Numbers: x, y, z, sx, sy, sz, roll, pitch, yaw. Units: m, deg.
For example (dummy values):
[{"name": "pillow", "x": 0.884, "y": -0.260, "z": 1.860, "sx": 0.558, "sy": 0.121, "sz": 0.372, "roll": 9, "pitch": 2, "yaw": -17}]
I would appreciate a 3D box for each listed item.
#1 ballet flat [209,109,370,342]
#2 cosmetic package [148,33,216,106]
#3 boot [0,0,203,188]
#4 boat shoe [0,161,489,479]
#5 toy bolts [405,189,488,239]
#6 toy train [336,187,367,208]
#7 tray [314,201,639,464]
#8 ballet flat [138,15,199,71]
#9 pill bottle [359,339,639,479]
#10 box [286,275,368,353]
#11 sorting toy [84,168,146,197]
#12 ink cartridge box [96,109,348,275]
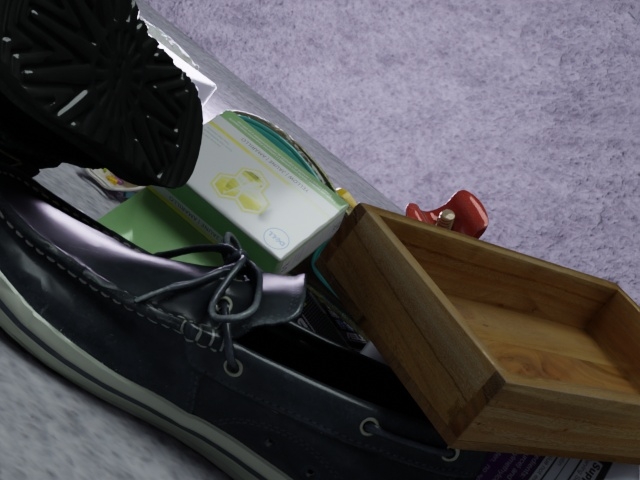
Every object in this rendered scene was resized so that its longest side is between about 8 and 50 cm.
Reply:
[{"name": "ballet flat", "x": 0.000, "y": 0.000, "z": 1.264, "sx": 0.348, "sy": 0.123, "sz": 0.123, "roll": 43, "pitch": 11, "yaw": 13}, {"name": "cosmetic package", "x": -0.294, "y": -0.235, "z": 1.586, "sx": 0.224, "sy": 0.138, "sz": 0.224, "roll": 37, "pitch": 8, "yaw": 9}, {"name": "boot", "x": -0.268, "y": -0.136, "z": 0.893, "sx": 0.260, "sy": 0.131, "sz": 0.348, "roll": 8, "pitch": -21, "yaw": 19}, {"name": "boat shoe", "x": -0.078, "y": 0.075, "z": 0.914, "sx": 0.500, "sy": 0.156, "sz": 0.187, "roll": 35, "pitch": 12, "yaw": -4}, {"name": "toy bolts", "x": 0.144, "y": 0.076, "z": 1.410, "sx": 0.218, "sy": 0.158, "sz": 0.228, "roll": -10, "pitch": 54, "yaw": -17}, {"name": "toy train", "x": 0.005, "y": -0.018, "z": 1.366, "sx": 0.166, "sy": 0.046, "sz": 0.125, "roll": 40, "pitch": -32, "yaw": 20}, {"name": "tray", "x": 0.196, "y": 0.096, "z": 0.995, "sx": 0.411, "sy": 0.076, "sz": 0.203, "roll": 14, "pitch": 30, "yaw": -45}, {"name": "ballet flat", "x": -0.386, "y": -0.317, "z": 1.775, "sx": 0.409, "sy": 0.147, "sz": 0.147, "roll": 33, "pitch": 11, "yaw": -7}, {"name": "pill bottle", "x": 0.164, "y": 0.203, "z": 1.077, "sx": 0.323, "sy": 0.181, "sz": 0.181, "roll": 38, "pitch": 10, "yaw": 5}, {"name": "box", "x": 0.031, "y": 0.082, "z": 1.391, "sx": 0.270, "sy": 0.060, "sz": 0.216, "roll": 16, "pitch": 31, "yaw": -55}, {"name": "sorting toy", "x": -0.242, "y": -0.077, "z": 1.354, "sx": 0.083, "sy": 0.045, "sz": 0.075, "roll": 40, "pitch": 18, "yaw": 11}, {"name": "ink cartridge box", "x": -0.108, "y": -0.017, "z": 1.131, "sx": 0.171, "sy": 0.056, "sz": 0.235, "roll": 39, "pitch": 46, "yaw": 13}]
